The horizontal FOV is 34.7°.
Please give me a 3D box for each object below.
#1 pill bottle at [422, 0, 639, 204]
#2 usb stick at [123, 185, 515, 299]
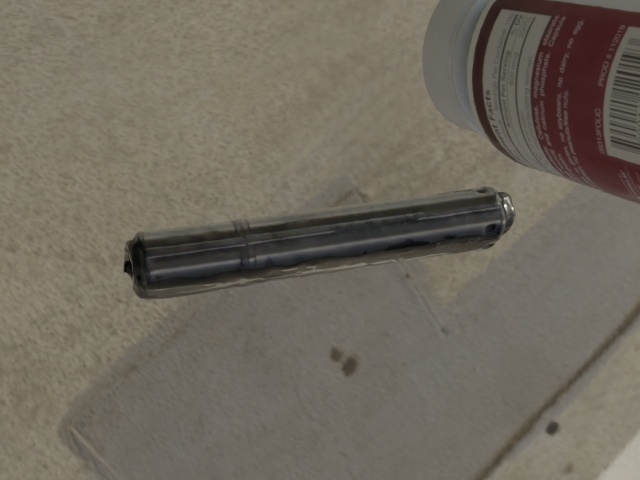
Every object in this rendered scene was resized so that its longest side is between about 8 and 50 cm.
[{"bbox_3d":[0.289,-0.162,1.017,0.224,0.392,0.224,-11,113,-28],"label":"pill bottle"},{"bbox_3d":[0.000,0.000,0.726,0.278,0.077,0.045,-8,75,-13],"label":"usb stick"}]
